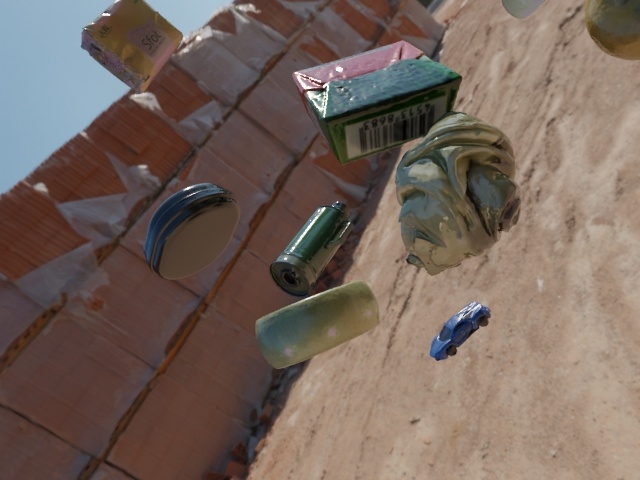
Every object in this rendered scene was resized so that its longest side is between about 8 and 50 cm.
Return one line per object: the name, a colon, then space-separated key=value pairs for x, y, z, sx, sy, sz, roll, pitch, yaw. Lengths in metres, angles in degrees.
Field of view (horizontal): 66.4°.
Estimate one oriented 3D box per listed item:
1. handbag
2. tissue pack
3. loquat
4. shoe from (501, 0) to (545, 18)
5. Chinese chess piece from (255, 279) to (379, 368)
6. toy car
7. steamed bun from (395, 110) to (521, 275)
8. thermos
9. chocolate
handbag: x=-0.325 y=-0.022 z=1.254 sx=0.253 sy=0.093 sz=0.308 roll=-25 pitch=-23 yaw=-42
tissue pack: x=-0.558 y=-0.592 z=1.455 sx=0.123 sy=0.215 sz=0.257 roll=-23 pitch=38 yaw=46
loquat: x=0.457 y=-0.318 z=0.662 sx=0.150 sy=0.172 sz=0.205 roll=84 pitch=-159 yaw=-44
shoe: x=0.404 y=-0.472 z=0.769 sx=0.110 sy=0.095 sz=0.265 roll=-44 pitch=5 yaw=-30
Chinese chess piece: x=-0.004 y=0.163 z=0.968 sx=0.250 sy=0.101 sz=0.250 roll=-22 pitch=-8 yaw=-3
toy car: x=0.395 y=0.258 z=1.414 sx=0.216 sy=0.063 sz=0.103 roll=-41 pitch=7 yaw=-3
steamed bun: x=0.349 y=-0.098 z=1.137 sx=0.237 sy=0.346 sz=0.395 roll=18 pitch=99 yaw=46
thermos: x=-0.004 y=-0.001 z=0.796 sx=0.188 sy=0.073 sz=0.083 roll=-54 pitch=-3 yaw=-40
chocolate: x=0.141 y=-0.381 z=1.319 sx=0.359 sy=0.162 sz=0.341 roll=-18 pitch=40 yaw=-6
